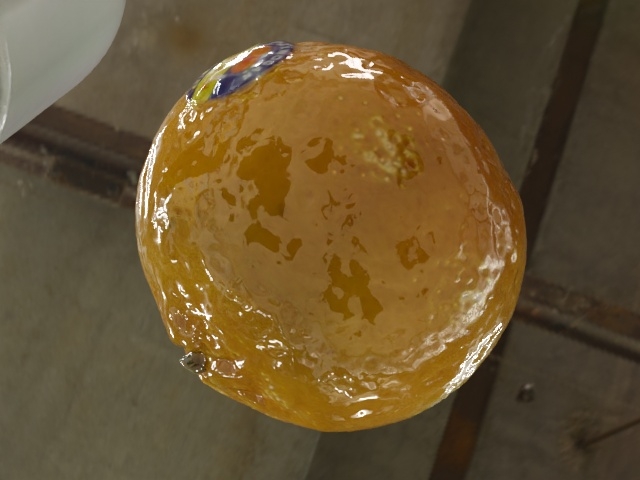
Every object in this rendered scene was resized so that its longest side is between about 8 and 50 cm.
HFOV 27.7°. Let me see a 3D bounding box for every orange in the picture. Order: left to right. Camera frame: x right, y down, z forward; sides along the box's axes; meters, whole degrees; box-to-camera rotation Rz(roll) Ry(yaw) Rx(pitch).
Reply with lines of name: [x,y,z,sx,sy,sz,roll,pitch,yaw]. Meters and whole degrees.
orange: [0.002,-0.001,0.706,0.219,0.219,0.193,31,-127,2]

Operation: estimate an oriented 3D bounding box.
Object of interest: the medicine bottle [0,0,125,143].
medicine bottle: [-0.195,-0.055,0.458,0.130,0.130,0.341,37,-136,5]
